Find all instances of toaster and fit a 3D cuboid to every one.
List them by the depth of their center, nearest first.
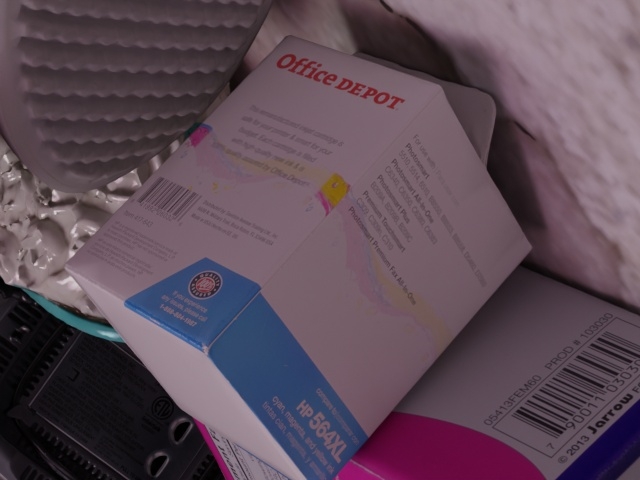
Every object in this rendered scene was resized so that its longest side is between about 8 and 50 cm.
[{"bbox_3d":[-0.126,0.091,1.057,0.227,0.129,0.146,38,165,-19],"label":"toaster"}]

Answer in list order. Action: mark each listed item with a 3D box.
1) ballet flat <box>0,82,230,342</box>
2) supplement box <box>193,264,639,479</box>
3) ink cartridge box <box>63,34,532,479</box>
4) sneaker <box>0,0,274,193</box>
[{"bbox_3d":[-0.158,-0.059,0.963,0.409,0.147,0.147,17,140,48],"label":"ballet flat"},{"bbox_3d":[0.052,0.078,0.757,0.220,0.111,0.114,26,148,47],"label":"supplement box"},{"bbox_3d":[0.000,0.000,0.704,0.092,0.143,0.090,26,157,47],"label":"ink cartridge box"},{"bbox_3d":[-0.097,-0.180,0.644,0.150,0.135,0.366,46,150,32],"label":"sneaker"}]
